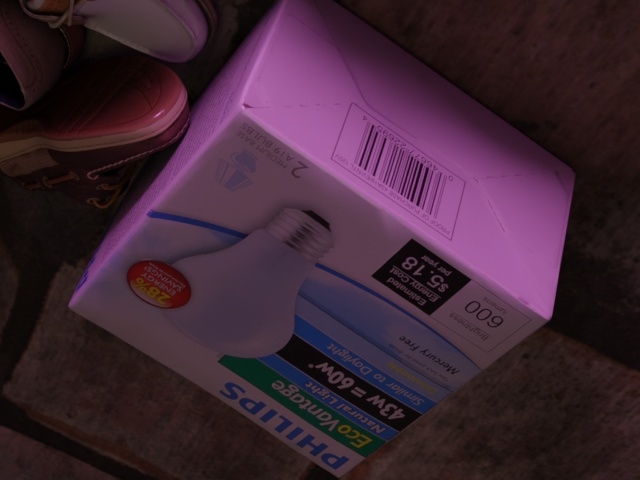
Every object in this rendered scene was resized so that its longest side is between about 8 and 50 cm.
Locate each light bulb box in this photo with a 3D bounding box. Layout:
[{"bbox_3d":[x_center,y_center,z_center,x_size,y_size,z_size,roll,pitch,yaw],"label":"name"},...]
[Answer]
[{"bbox_3d":[0.000,0.000,1.423,0.358,0.225,0.361,33,133,-12],"label":"light bulb box"}]

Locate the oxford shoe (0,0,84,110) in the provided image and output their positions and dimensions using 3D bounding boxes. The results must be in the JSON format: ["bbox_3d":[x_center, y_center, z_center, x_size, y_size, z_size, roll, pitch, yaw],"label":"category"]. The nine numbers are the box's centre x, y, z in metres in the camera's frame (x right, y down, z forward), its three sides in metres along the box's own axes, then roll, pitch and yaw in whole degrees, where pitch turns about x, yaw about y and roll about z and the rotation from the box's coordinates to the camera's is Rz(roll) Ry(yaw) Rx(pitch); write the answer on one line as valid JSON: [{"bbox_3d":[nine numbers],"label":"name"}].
[{"bbox_3d":[-0.412,-0.247,1.404,0.348,0.130,0.123,25,135,-4],"label":"oxford shoe"}]

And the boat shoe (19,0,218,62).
[{"bbox_3d":[-0.246,-0.253,1.358,0.302,0.103,0.113,30,135,-9],"label":"boat shoe"}]

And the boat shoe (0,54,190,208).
[{"bbox_3d":[-0.235,-0.099,1.459,0.342,0.123,0.123,-6,133,44],"label":"boat shoe"}]
